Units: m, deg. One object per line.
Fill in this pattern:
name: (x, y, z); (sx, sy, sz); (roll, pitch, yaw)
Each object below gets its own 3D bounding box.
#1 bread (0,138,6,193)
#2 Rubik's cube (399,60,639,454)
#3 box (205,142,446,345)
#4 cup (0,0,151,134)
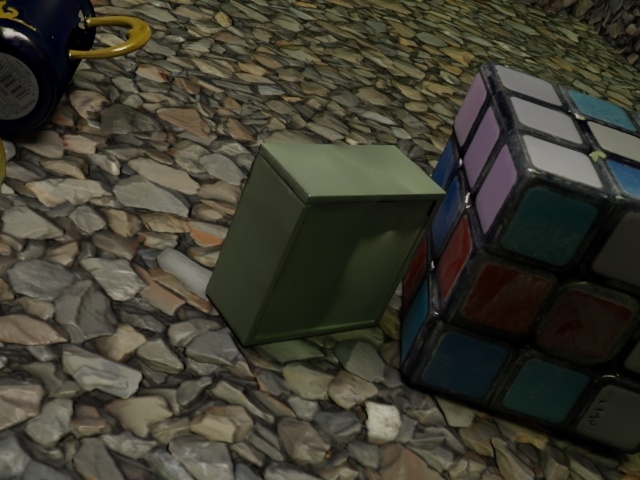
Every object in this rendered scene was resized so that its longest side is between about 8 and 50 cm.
bread: (-0.489, -0.141, 0.995); (0.333, 0.160, 0.333); (44, 6, -6)
Rubik's cube: (0.323, 0.011, 1.240); (0.363, 0.358, 0.362); (21, 32, -8)
box: (0.000, 0.000, 1.157); (0.225, 0.225, 0.117); (-4, 40, -40)
cup: (-0.402, -0.297, 1.335); (0.178, 0.255, 0.256); (54, 17, -30)
